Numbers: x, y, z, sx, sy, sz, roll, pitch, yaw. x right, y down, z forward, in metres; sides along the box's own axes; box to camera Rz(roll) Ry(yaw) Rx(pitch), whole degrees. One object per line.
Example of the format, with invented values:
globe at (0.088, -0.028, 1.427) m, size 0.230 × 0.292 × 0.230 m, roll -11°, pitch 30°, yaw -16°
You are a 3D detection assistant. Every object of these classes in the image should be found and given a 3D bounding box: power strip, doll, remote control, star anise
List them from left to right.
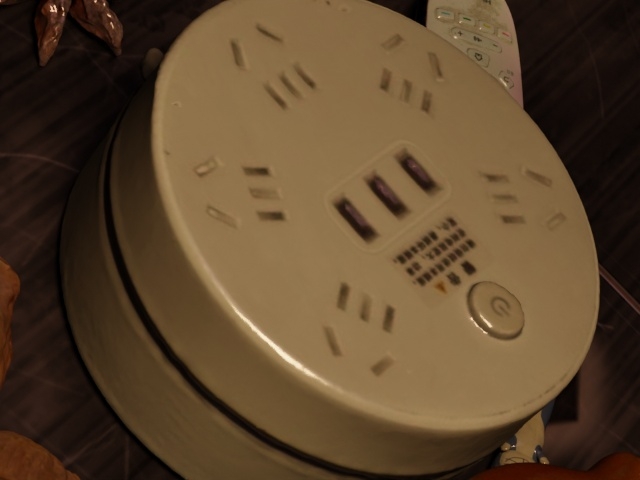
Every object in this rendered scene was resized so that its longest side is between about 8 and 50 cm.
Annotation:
star anise at (-0.190, -0.188, 1.406) m, size 0.141 × 0.042 × 0.141 m, roll 17°, pitch 50°, yaw -22°
power strip at (0.000, 0.000, 1.316) m, size 0.357 × 0.161 × 0.357 m, roll 17°, pitch 51°, yaw -23°
remote control at (0.111, -0.104, 1.548) m, size 0.097 × 0.045 × 0.256 m, roll 18°, pitch 54°, yaw -21°
doll at (0.145, 0.133, 1.411) m, size 0.037 × 0.027 × 0.125 m, roll 25°, pitch 48°, yaw -8°

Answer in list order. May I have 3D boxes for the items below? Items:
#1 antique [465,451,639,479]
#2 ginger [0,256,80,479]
antique at (0.141, 0.254, 1.252) m, size 0.223 × 0.129 × 0.278 m, roll 44°, pitch 46°, yaw 1°
ginger at (-0.196, 0.115, 1.156) m, size 0.122 × 0.084 × 0.290 m, roll 1°, pitch 58°, yaw -26°
